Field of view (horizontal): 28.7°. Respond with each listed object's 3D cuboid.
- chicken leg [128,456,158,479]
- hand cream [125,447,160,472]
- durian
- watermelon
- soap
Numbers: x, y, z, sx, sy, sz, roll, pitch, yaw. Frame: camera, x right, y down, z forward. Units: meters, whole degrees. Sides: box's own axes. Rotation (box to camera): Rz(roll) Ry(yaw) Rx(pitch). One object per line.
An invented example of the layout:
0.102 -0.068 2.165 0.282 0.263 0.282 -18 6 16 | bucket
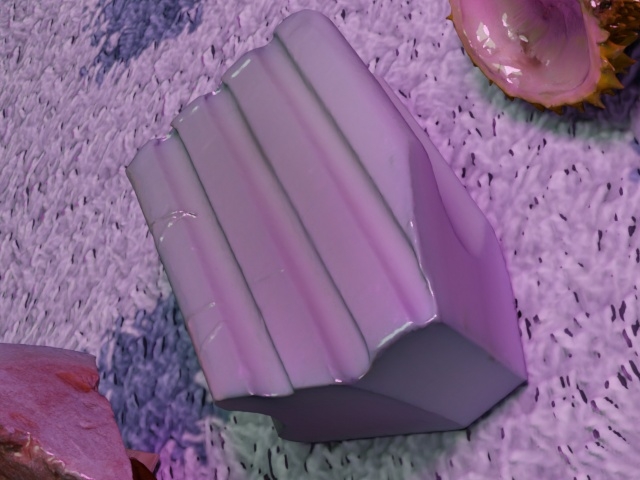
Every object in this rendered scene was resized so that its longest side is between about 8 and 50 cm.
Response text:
-0.094 0.227 0.808 0.093 0.113 0.304 -23 33 -13 | chicken leg
-0.166 0.175 0.980 0.102 0.022 0.035 7 64 39 | hand cream
0.157 -0.178 0.878 0.182 0.132 0.165 14 81 35 | durian
-0.198 0.173 0.829 0.202 0.136 0.207 -169 73 -74 | watermelon
0.000 0.000 0.889 0.208 0.115 0.347 -41 40 11 | soap
